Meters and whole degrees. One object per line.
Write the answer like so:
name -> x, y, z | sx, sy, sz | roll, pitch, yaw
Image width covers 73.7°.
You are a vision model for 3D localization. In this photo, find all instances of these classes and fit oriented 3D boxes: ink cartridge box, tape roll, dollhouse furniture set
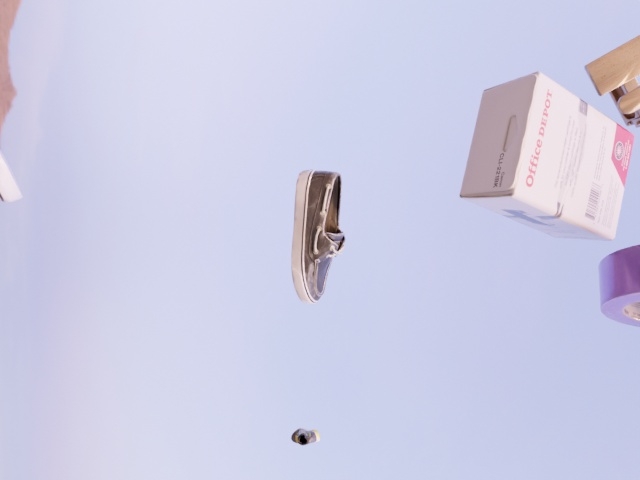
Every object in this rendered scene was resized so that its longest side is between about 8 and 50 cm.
ink cartridge box -> 0.387, -0.128, 0.726 | 0.114, 0.273, 0.197 | 6, -100, 62
tape roll -> 0.551, 0.076, 0.674 | 0.189, 0.189, 0.080 | -18, -129, 49
dollhouse furniture set -> 0.528, -0.260, 0.767 | 0.123, 0.151, 0.144 | -29, -88, 7

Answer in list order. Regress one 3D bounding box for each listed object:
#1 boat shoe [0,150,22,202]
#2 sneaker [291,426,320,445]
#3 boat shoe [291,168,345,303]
boat shoe -> -0.571, -0.179, 0.625 | 0.113, 0.105, 0.306 | 26, -38, 44
sneaker -> -0.039, 0.404, 0.879 | 0.083, 0.035, 0.031 | -31, -112, 42
boat shoe -> 0.000, 0.000, 0.672 | 0.070, 0.078, 0.219 | 7, -74, 23
